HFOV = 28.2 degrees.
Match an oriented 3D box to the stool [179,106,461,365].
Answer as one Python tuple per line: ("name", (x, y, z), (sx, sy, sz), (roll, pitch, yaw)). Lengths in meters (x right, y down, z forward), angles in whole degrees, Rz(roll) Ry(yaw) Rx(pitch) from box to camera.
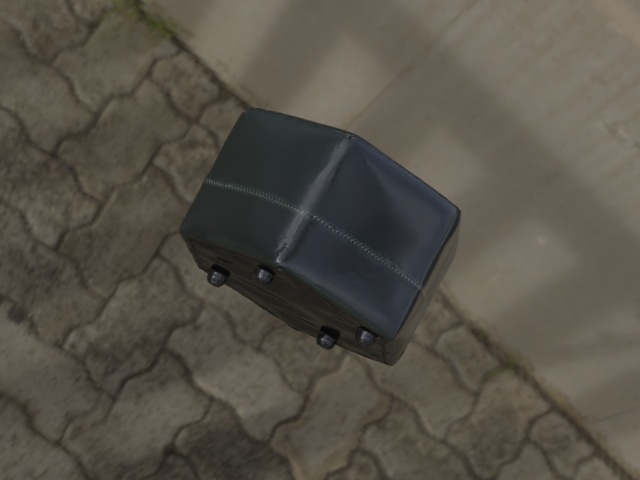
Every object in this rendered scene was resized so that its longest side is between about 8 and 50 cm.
("stool", (0.000, 0.000, 1.080), (0.232, 0.232, 0.141), (32, 77, -8))
